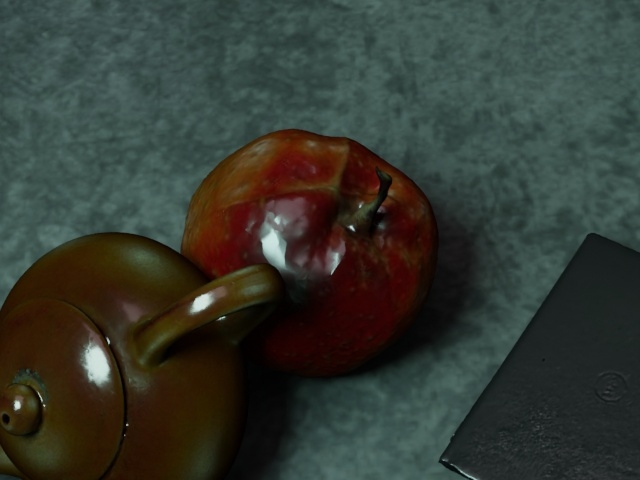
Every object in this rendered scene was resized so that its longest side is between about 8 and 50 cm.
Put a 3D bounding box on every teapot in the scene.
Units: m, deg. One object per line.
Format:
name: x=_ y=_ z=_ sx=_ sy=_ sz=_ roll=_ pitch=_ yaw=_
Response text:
teapot: x=-0.119 y=0.079 z=0.930 sx=0.135 sy=0.252 sz=0.178 roll=-17 pitch=77 yaw=-51

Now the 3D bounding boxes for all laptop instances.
laptop: x=0.179 y=0.093 z=1.000 sx=0.135 sy=0.016 sz=0.197 roll=27 pitch=64 yaw=24

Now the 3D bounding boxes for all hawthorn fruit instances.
hawthorn fruit: x=0.000 y=0.000 z=0.984 sx=0.157 sy=0.194 sz=0.157 roll=7 pitch=70 yaw=-20
